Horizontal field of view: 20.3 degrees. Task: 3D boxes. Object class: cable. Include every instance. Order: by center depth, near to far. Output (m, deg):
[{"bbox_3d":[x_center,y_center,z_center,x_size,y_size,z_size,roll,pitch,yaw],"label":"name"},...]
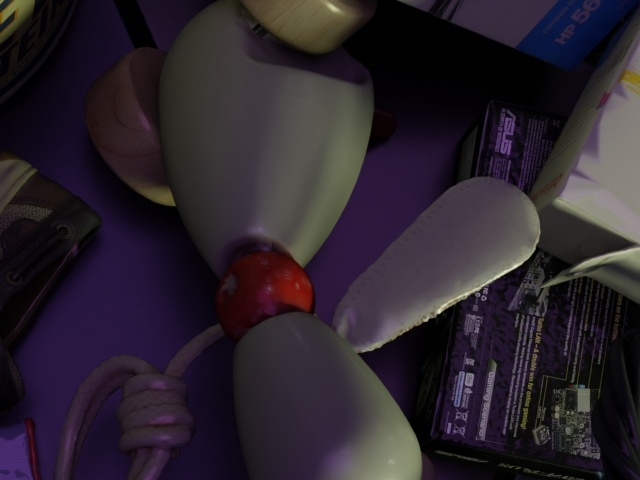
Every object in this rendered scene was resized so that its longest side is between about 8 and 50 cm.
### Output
[{"bbox_3d":[0.181,0.126,0.818,0.047,0.150,0.184,-12,96,35],"label":"cable"}]

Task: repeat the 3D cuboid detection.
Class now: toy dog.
[{"bbox_3d":[0.000,0.000,0.863,0.161,0.220,0.334,21,61,-38],"label":"toy dog"}]

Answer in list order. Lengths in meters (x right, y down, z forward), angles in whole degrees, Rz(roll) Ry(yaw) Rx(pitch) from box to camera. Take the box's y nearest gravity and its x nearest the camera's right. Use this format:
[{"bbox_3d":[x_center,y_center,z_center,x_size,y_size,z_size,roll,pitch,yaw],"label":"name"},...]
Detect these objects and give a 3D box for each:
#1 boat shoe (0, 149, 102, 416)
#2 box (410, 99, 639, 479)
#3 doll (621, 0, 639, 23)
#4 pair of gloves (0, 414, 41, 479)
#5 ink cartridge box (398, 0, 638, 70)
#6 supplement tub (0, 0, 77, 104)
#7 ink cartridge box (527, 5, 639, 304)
[{"bbox_3d":[-0.178,0.058,0.877,0.073,0.080,0.223,23,63,3],"label":"boat shoe"},{"bbox_3d":[0.136,0.034,0.930,0.147,0.077,0.180,11,78,-4],"label":"box"},{"bbox_3d":[0.179,-0.149,0.988,0.129,0.046,0.189,-38,85,-13],"label":"doll"},{"bbox_3d":[-0.214,0.162,0.895,0.159,0.023,0.198,-3,80,-7],"label":"pair of gloves"},{"bbox_3d":[0.056,-0.187,0.887,0.203,0.086,0.148,17,39,-39],"label":"ink cartridge box"},{"bbox_3d":[-0.225,-0.188,0.810,0.235,0.325,0.235,1,79,-6],"label":"supplement tub"},{"bbox_3d":[0.162,-0.035,0.859,0.090,0.092,0.143,29,78,-1],"label":"ink cartridge box"}]
